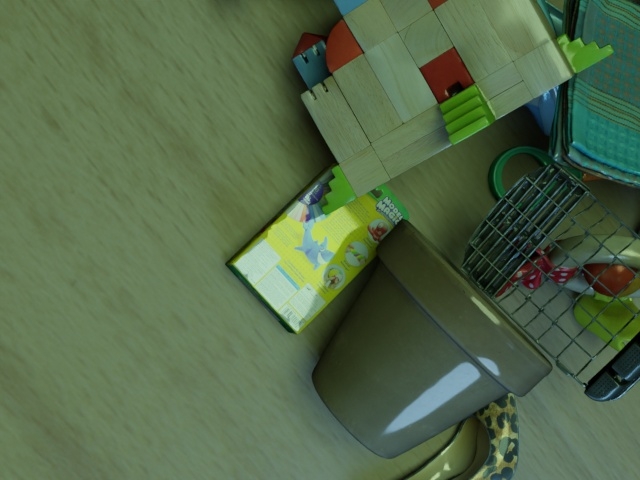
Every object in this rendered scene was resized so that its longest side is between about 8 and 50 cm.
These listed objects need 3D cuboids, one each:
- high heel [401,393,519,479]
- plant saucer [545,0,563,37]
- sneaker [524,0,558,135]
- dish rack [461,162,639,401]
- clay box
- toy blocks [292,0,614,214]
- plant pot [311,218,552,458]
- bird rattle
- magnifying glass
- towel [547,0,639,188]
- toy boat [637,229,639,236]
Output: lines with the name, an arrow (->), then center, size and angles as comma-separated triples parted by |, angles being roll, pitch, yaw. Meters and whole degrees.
high heel -> 0.158, 0.286, 1.217 | 0.186, 0.093, 0.261 | 13, 93, -21
plant saucer -> 0.378, -0.273, 1.343 | 0.192, 0.018, 0.067 | 29, 81, -14
sneaker -> 0.219, -0.246, 1.257 | 0.208, 0.127, 0.319 | -20, 125, 18
dish rack -> 0.317, 0.047, 1.136 | 0.271, 0.074, 0.208 | 45, 112, 16
clay box -> 0.000, 0.000, 1.208 | 0.222, 0.053, 0.127 | -44, 99, -14
toy blocks -> 0.110, -0.237, 1.105 | 0.381, 0.191, 0.261 | -29, 93, 22
plant pot -> 0.115, 0.139, 1.156 | 0.229, 0.263, 0.263 | -44, 100, 6
bird rattle -> 0.366, 0.031, 1.243 | 0.253, 0.207, 0.143 | 31, 62, -22
magnifying glass -> 0.349, -0.095, 1.324 | 0.231, 0.026, 0.092 | -7, 90, -17
towel -> 0.472, -0.168, 1.195 | 0.370, 0.040, 0.272 | 17, 66, -14
toy boat -> 0.566, -0.107, 1.338 | 0.267, 0.148, 0.318 | 35, 72, -17
